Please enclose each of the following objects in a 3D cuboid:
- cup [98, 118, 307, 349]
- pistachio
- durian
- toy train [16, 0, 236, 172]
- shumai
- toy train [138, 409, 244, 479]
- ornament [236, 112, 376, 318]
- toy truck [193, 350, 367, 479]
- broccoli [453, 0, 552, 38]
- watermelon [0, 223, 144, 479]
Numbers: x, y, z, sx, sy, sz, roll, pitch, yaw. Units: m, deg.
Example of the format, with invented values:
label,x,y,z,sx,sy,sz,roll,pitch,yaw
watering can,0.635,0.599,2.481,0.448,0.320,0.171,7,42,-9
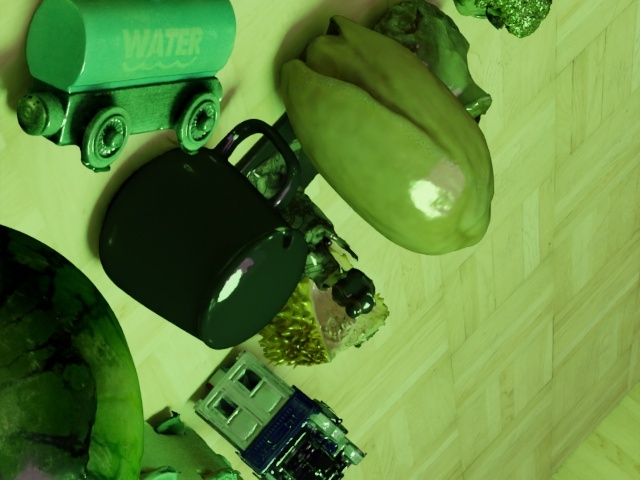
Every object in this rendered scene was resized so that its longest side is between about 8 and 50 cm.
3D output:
label,x,y,z,sx,sy,sz,roll,pitch,yaw
cup,-0.100,-0.012,1.755,0.223,0.176,0.169,-51,153,1
pistachio,0.077,-0.099,1.858,0.162,0.293,0.181,-53,-158,-19
durian,-0.001,0.093,2.135,0.182,0.132,0.165,-50,170,-32
toy train,-0.165,-0.154,1.549,0.248,0.101,0.159,-17,125,-54
shumai,0.113,-0.167,1.955,0.184,0.142,0.184,-43,157,-23
toy train,-0.209,0.287,2.040,0.159,0.129,0.326,-50,157,10
ornament,0.000,0.000,1.924,0.153,0.196,0.166,-47,157,-10
toy truck,-0.050,0.246,2.237,0.124,0.155,0.268,-48,159,-7
broccoli,0.208,-0.290,1.994,0.120,0.131,0.130,-18,179,34
watermelon,-0.304,0.146,1.417,0.363,0.363,0.363,-40,154,-25
